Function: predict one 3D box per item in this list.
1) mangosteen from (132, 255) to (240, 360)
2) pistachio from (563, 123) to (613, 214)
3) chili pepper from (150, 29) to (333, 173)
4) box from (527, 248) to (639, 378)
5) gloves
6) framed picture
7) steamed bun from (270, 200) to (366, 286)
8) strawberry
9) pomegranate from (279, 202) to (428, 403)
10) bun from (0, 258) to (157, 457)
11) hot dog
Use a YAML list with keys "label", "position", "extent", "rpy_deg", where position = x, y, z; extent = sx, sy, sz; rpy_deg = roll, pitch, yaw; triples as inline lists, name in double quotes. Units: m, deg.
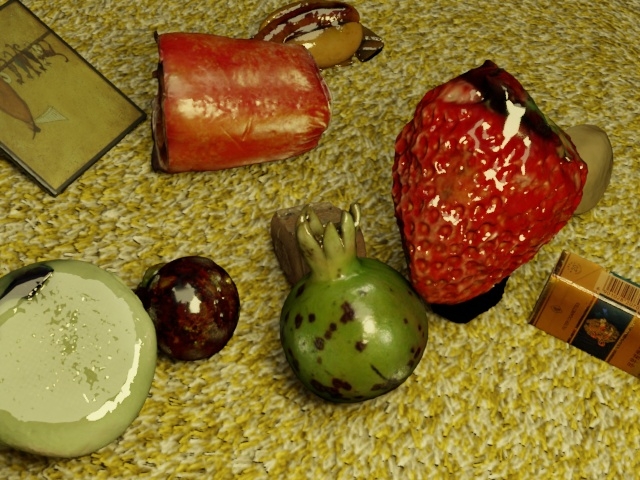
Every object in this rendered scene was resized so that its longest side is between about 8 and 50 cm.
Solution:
- label: "mangosteen"
  position: [-0.217, 0.108, 1.573]
  extent: [0.184, 0.172, 0.172]
  rpy_deg: [-7, 53, 9]
- label: "pistachio"
  position: [0.463, -0.133, 1.853]
  extent: [0.152, 0.126, 0.223]
  rpy_deg: [49, 51, -13]
- label: "chili pepper"
  position: [-0.159, -0.252, 1.827]
  extent: [0.305, 0.229, 0.251]
  rpy_deg: [-4, 50, -22]
- label: "box"
  position: [0.471, 0.128, 1.637]
  extent: [0.237, 0.152, 0.070]
  rpy_deg: [28, 56, 14]
- label: "gloves"
  position: [0.253, -0.017, 1.695]
  extent: [0.152, 0.197, 0.301]
  rpy_deg: [33, 48, -15]
- label: "framed picture"
  position: [-0.519, -0.266, 1.826]
  extent: [0.338, 0.014, 0.255]
  rpy_deg: [42, 57, -1]
- label: "steamed bun"
  position: [0.000, 0.000, 1.693]
  extent: [0.145, 0.106, 0.175]
  rpy_deg: [-15, 40, -20]
- label: "strawberry"
  position: [0.229, -0.088, 1.510]
  extent: [0.292, 0.310, 0.292]
  rpy_deg: [40, 25, -23]
- label: "pomegranate"
  position: [0.043, 0.106, 1.504]
  extent: [0.242, 0.306, 0.242]
  rpy_deg: [-6, 47, 7]
- label: "bun"
  position: [-0.385, 0.180, 1.474]
  extent: [0.293, 0.187, 0.293]
  rpy_deg: [5, 71, -13]
- label: "hot dog"
  position: [-0.029, -0.399, 1.997]
  extent: [0.326, 0.107, 0.194]
  rpy_deg: [-33, 64, -27]
